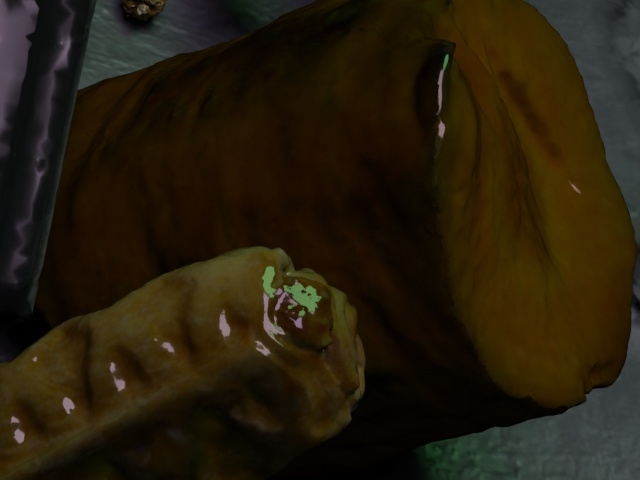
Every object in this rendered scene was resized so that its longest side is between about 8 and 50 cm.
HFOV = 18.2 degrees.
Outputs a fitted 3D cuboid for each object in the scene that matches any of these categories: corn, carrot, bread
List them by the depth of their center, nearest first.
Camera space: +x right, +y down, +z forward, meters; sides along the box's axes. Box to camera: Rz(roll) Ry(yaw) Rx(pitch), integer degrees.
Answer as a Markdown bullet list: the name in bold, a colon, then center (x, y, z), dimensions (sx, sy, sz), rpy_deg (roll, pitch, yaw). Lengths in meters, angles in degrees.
- **bread**: center (-0.103, 0.090, 0.882), dimensions (0.087, 0.269, 0.098), rpy_deg (41, 24, -62)
- **carrot**: center (0.000, 0.000, 1.030), dimensions (0.241, 0.340, 0.242), rpy_deg (17, 66, -44)
- **corn**: center (-0.107, -0.165, 1.243), dimensions (0.027, 0.028, 0.083), rpy_deg (30, 39, -24)

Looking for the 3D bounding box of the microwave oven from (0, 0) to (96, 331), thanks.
- **microwave oven**: center (-0.269, -0.084, 0.919), dimensions (0.295, 0.181, 0.238), rpy_deg (15, 75, -22)
